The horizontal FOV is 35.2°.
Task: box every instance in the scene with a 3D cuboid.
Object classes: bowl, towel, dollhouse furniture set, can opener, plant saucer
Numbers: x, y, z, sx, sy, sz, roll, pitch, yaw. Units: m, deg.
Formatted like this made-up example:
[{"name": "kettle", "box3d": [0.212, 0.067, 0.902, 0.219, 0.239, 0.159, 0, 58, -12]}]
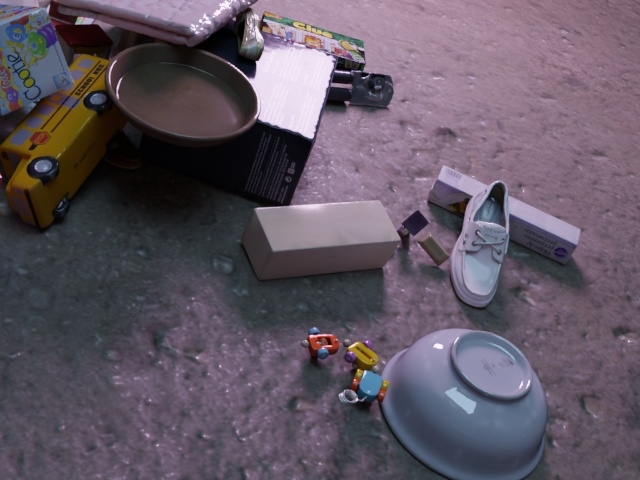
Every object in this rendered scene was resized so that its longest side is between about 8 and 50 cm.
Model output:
[{"name": "bowl", "box3d": [0.256, 0.244, 1.652, 0.297, 0.134, 0.298, 13, 40, -12]}, {"name": "towel", "box3d": [-0.299, -0.486, 1.983, 0.316, 0.053, 0.332, 17, 39, 17]}, {"name": "dollhouse furniture set", "box3d": [0.189, 0.011, 1.989, 0.114, 0.091, 0.081, 49, -2, -2]}, {"name": "can opener", "box3d": [0.036, -0.355, 2.307, 0.283, 0.076, 0.095, 2, 11, -24]}, {"name": "plant saucer", "box3d": [-0.242, -0.253, 1.773, 0.277, 0.041, 0.278, 12, 42, -11]}, {"name": "dollhouse furniture set", "box3d": [-0.407, -0.473, 2.106, 0.374, 0.152, 0.201, -13, 51, -45]}]

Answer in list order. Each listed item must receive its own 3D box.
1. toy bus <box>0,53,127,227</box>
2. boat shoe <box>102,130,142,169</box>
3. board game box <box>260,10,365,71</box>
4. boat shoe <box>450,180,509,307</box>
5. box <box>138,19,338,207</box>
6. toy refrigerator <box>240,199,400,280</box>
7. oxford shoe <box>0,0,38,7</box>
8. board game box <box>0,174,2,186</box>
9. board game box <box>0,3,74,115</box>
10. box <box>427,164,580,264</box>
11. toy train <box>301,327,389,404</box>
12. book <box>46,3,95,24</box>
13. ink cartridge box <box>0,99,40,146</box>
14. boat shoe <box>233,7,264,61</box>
[{"name": "toy bus", "box3d": [-0.448, -0.179, 1.762, 0.130, 0.108, 0.333, 18, 52, 14]}, {"name": "boat shoe", "box3d": [-0.403, -0.199, 1.894, 0.178, 0.060, 0.064, 39, 41, 19]}, {"name": "board game box", "box3d": [-0.019, -0.480, 2.431, 0.259, 0.030, 0.136, 14, 32, -11]}, {"name": "boat shoe", "box3d": [0.318, -0.003, 1.962, 0.098, 0.096, 0.277, 17, 55, -7]}, {"name": "box", "box3d": [-0.157, -0.269, 2.003, 0.312, 0.179, 0.343, 20, 38, -4]}, {"name": "toy refrigerator", "box3d": [0.000, 0.000, 1.843, 0.269, 0.094, 0.102, -6, 53, -30]}, {"name": "oxford shoe", "box3d": [-0.705, -0.595, 2.153, 0.169, 0.130, 0.449, -1, 46, -30]}, {"name": "board game box", "box3d": [-0.586, -0.106, 1.553, 0.064, 0.242, 0.317, -10, 50, -35]}, {"name": "board game box", "box3d": [-0.574, -0.324, 1.771, 0.142, 0.144, 0.275, -31, 30, -29]}, {"name": "box", "box3d": [0.384, -0.054, 2.116, 0.324, 0.063, 0.067, 25, 40, 2]}, {"name": "toy train", "box3d": [0.040, 0.214, 1.652, 0.125, 0.046, 0.166, -3, 42, -27]}, {"name": "book", "box3d": [-0.541, -0.493, 2.195, 0.096, 0.035, 0.144, 22, 37, -10]}, {"name": "ink cartridge box", "box3d": [-0.567, -0.223, 1.872, 0.145, 0.045, 0.179, 24, 24, 2]}, {"name": "boat shoe", "box3d": [-0.150, -0.412, 1.989, 0.048, 0.056, 0.153, 6, 48, -26]}]
